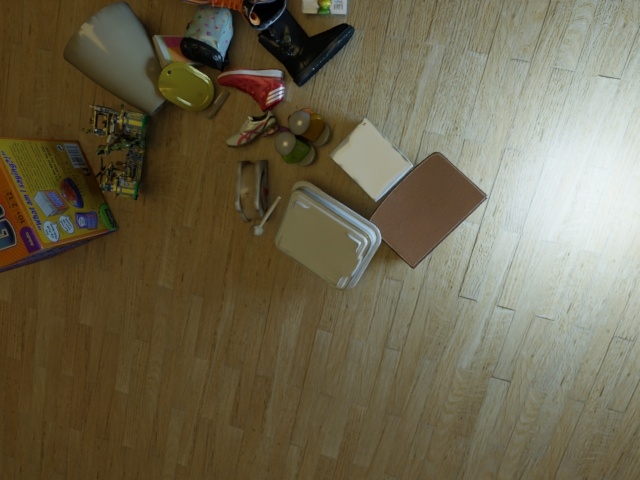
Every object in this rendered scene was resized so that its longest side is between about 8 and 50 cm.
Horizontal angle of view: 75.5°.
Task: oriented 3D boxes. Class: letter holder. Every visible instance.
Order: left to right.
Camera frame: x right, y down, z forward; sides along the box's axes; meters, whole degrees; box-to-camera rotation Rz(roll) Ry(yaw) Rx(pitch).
[{"bbox_3d":[0.314,-0.102,1.278,0.214,0.152,0.302,43,105,1],"label":"letter holder"}]

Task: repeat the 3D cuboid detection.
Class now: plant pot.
[{"bbox_3d":[-0.596,-0.545,1.310,0.257,0.256,0.274,-38,111,14],"label":"plant pot"}]

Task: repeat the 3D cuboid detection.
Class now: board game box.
[{"bbox_3d":[-1.007,-0.111,1.392,0.357,0.356,0.356,-20,97,13],"label":"board game box"}]

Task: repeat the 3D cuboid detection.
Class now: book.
[{"bbox_3d":[-0.446,-0.601,1.313,0.035,0.144,0.096,-11,100,47],"label":"book"}]

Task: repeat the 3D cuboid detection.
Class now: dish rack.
[{"bbox_3d":[0.000,0.000,1.320,0.333,0.072,0.285,34,126,11],"label":"dish rack"}]

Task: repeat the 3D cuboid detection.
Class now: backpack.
[{"bbox_3d":[-0.337,-0.640,1.279,0.152,0.115,0.181,22,79,-8],"label":"backpack"}]

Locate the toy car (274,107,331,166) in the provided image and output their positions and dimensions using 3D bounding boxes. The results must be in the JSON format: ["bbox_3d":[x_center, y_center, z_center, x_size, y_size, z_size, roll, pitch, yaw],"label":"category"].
[{"bbox_3d":[-0.072,-0.335,1.312,0.182,0.159,0.136,-53,55,15],"label":"toy car"}]

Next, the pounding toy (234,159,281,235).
[{"bbox_3d":[-0.187,-0.140,1.366,0.155,0.154,0.269,0,82,10],"label":"pounding toy"}]

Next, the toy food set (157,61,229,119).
[{"bbox_3d":[-0.421,-0.490,1.330,0.128,0.218,0.071,-56,48,11],"label":"toy food set"}]

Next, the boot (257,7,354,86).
[{"bbox_3d":[-0.049,-0.628,1.259,0.247,0.094,0.207,-37,97,21],"label":"boot"}]

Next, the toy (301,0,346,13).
[{"bbox_3d":[0.017,-0.805,1.233,0.137,0.056,0.237,4,107,6],"label":"toy"}]

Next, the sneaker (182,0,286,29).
[{"bbox_3d":[-0.249,-0.692,1.167,0.322,0.124,0.179,-12,67,-11],"label":"sneaker"}]

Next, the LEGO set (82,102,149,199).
[{"bbox_3d":[-0.685,-0.301,1.350,0.192,0.255,0.331,8,116,-20],"label":"LEGO set"}]

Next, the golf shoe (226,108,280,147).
[{"bbox_3d":[-0.231,-0.366,1.348,0.186,0.067,0.085,-22,125,8],"label":"golf shoe"}]

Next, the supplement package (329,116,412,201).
[{"bbox_3d":[0.155,-0.242,1.247,0.194,0.203,0.149,45,105,-1],"label":"supplement package"}]

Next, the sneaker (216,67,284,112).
[{"bbox_3d":[-0.223,-0.477,1.326,0.222,0.087,0.127,0,100,11],"label":"sneaker"}]
